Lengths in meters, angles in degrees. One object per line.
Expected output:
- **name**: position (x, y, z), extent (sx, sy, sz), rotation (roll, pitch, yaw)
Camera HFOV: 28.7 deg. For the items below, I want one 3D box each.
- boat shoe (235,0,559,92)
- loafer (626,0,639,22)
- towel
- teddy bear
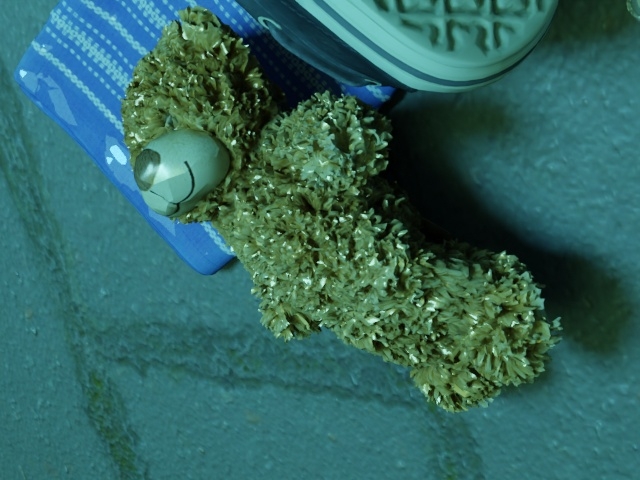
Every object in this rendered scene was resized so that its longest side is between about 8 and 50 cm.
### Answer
- **boat shoe**: position (-0.077, -0.267, 0.698), extent (0.500, 0.187, 0.156), rotation (44, 167, -6)
- **loafer**: position (0.222, -0.120, 0.672), extent (0.125, 0.039, 0.045), rotation (19, 128, 29)
- **towel**: position (-0.088, -0.134, 0.910), extent (0.243, 0.040, 0.336), rotation (48, 135, 2)
- **teddy bear**: position (0.000, 0.000, 0.826), extent (0.338, 0.113, 0.245), rotation (45, 159, -16)
